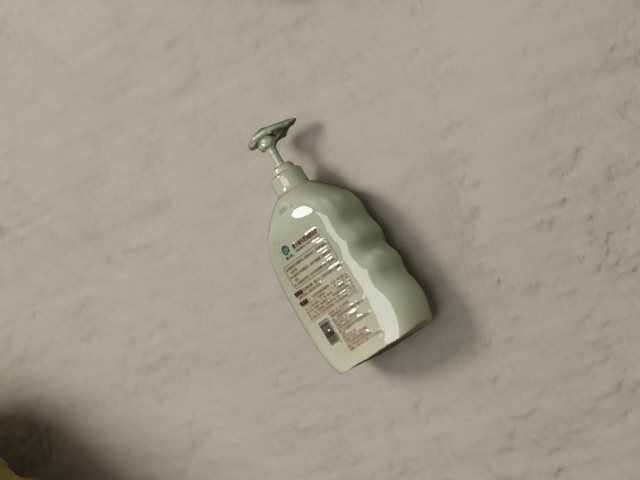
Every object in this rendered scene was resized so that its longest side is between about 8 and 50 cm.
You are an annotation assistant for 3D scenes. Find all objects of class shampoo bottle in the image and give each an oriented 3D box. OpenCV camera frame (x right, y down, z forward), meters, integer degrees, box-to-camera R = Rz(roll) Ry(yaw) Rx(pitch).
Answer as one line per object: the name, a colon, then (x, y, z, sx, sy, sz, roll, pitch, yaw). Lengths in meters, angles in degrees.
shampoo bottle: (0.000, 0.000, 1.031, 0.077, 0.045, 0.152, -37, 82, 33)

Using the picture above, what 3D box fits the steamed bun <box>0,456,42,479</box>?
steamed bun: (-0.287, 0.254, 1.148, 0.372, 0.230, 0.325, -57, 39, 32)
